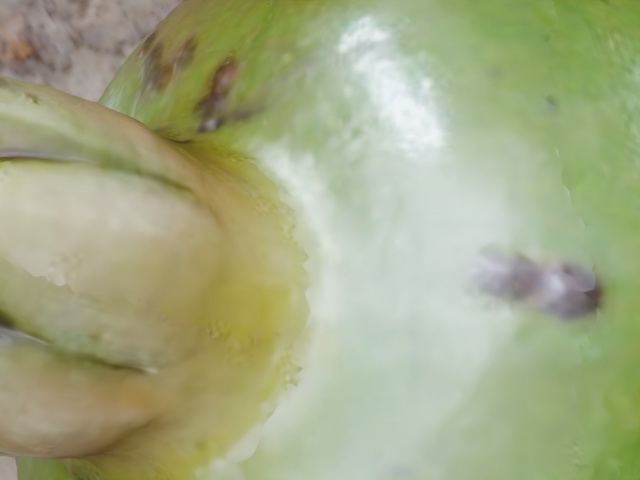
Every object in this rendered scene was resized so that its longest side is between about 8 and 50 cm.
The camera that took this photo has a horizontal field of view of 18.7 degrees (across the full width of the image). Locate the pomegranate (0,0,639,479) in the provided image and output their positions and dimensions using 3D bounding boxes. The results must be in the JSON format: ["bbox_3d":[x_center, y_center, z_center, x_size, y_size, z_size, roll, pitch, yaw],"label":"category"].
[{"bbox_3d":[-0.001,0.002,0.450,0.241,0.190,0.159,5,82,-16],"label":"pomegranate"}]
